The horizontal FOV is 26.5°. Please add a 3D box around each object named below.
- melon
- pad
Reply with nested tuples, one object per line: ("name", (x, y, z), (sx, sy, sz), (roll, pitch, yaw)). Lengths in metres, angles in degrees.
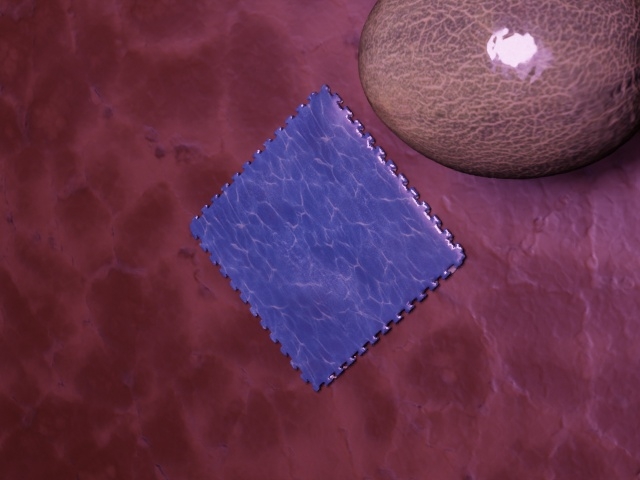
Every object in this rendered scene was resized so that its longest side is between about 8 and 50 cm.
("melon", (0.184, -0.179, 1.328), (0.301, 0.237, 0.237), (3, 99, 33))
("pad", (0.000, 0.000, 1.578), (0.269, 0.012, 0.270), (-46, 76, 25))
